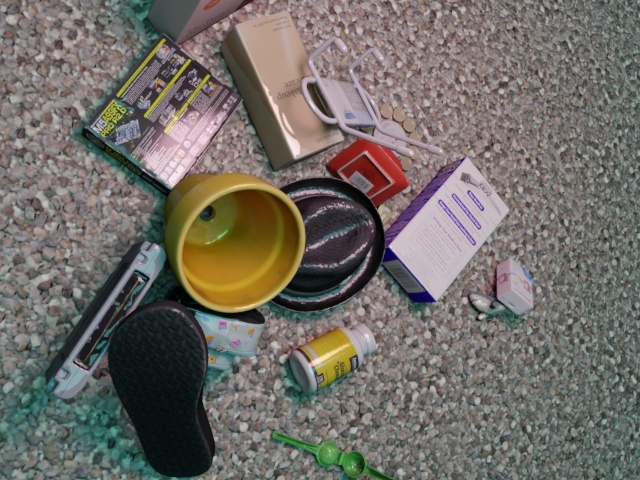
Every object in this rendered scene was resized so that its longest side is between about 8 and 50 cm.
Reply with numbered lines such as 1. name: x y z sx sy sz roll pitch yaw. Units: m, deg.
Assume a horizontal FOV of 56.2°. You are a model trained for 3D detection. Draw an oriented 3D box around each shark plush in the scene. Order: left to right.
1. shark plush: 0.469 0.156 1.587 0.161 0.073 0.067 -10 58 -21

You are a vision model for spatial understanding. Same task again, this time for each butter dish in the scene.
1. butter dish: 0.126 -0.180 1.427 0.160 0.160 0.118 45 45 -13

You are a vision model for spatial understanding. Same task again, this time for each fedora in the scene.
1. fedora: 0.000 0.000 1.297 0.334 0.152 0.334 2 82 -13

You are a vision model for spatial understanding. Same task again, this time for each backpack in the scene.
1. backpack: -0.210 0.178 1.204 0.188 0.166 0.144 8 96 -22

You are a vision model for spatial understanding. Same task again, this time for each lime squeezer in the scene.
1. lime squeezer: 0.039 0.488 1.323 0.310 0.110 0.059 20 92 9

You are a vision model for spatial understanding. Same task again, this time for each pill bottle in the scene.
1. pill bottle: 0.030 0.256 1.338 0.184 0.103 0.103 -23 94 -25

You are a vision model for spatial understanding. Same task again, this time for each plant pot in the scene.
1. plant pot: -0.191 -0.024 1.167 0.254 0.239 0.254 -12 117 -25

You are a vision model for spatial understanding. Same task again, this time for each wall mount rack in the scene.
1. wall mount rack: 0.116 -0.288 1.318 0.350 0.130 0.304 -18 79 -60

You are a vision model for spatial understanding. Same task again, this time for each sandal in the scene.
1. sandal: -0.279 0.265 1.096 0.167 0.107 0.446 2 126 -2

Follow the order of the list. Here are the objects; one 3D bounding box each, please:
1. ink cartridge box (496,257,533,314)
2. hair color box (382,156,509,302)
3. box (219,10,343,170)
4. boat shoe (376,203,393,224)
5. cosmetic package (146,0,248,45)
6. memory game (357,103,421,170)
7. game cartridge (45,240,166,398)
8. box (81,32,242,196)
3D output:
1. ink cartridge box: 0.513 0.122 1.582 0.088 0.052 0.122 36 42 -18
2. hair color box: 0.301 -0.027 1.499 0.339 0.110 0.185 -46 102 -21
3. box: -0.087 -0.330 1.342 0.148 0.121 0.311 -28 96 -26
4. boat shoe: 0.126 -0.021 1.445 0.048 0.056 0.153 37 63 -12
5. cosmetic package: -0.161 -0.571 1.246 0.377 0.284 0.097 -41 101 -23
6. memory game: 0.175 -0.254 1.517 0.186 0.012 0.186 3 83 -24
7. game cartridge: -0.394 0.137 1.099 0.062 0.198 0.297 35 74 -16
8. box: -0.325 -0.262 1.257 0.216 0.060 0.270 37 70 -16
